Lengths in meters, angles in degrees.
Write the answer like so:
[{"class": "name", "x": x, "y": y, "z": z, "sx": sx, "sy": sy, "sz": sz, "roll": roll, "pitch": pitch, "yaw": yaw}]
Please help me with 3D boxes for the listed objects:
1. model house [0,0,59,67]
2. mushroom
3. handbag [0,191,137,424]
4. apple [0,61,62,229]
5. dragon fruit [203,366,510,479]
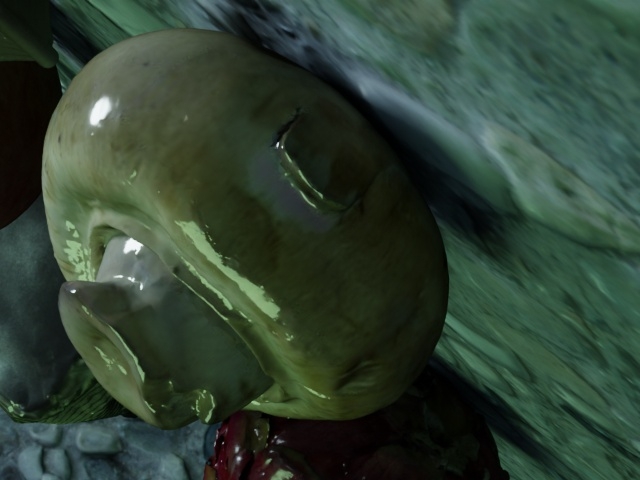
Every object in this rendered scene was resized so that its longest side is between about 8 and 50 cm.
[{"class": "model house", "x": -0.272, "y": -0.195, "z": 0.942, "sx": 0.188, "sy": 0.122, "sz": 0.229, "roll": 33, "pitch": 168, "yaw": 28}, {"class": "mushroom", "x": -0.048, "y": 0.001, "z": 0.739, "sx": 0.255, "sy": 0.184, "sz": 0.255, "roll": 42, "pitch": 156, "yaw": 24}, {"class": "handbag", "x": -0.255, "y": 0.047, "z": 1.638, "sx": 0.247, "sy": 0.341, "sz": 0.240, "roll": 39, "pitch": -170, "yaw": 25}, {"class": "apple", "x": -0.393, "y": -0.134, "z": 1.220, "sx": 0.345, "sy": 0.269, "sz": 0.345, "roll": 1, "pitch": -175, "yaw": 0}, {"class": "dragon fruit", "x": 0.032, "y": 0.260, "z": 1.456, "sx": 0.329, "sy": 0.329, "sz": 0.329, "roll": 39, "pitch": 173, "yaw": 6}]
